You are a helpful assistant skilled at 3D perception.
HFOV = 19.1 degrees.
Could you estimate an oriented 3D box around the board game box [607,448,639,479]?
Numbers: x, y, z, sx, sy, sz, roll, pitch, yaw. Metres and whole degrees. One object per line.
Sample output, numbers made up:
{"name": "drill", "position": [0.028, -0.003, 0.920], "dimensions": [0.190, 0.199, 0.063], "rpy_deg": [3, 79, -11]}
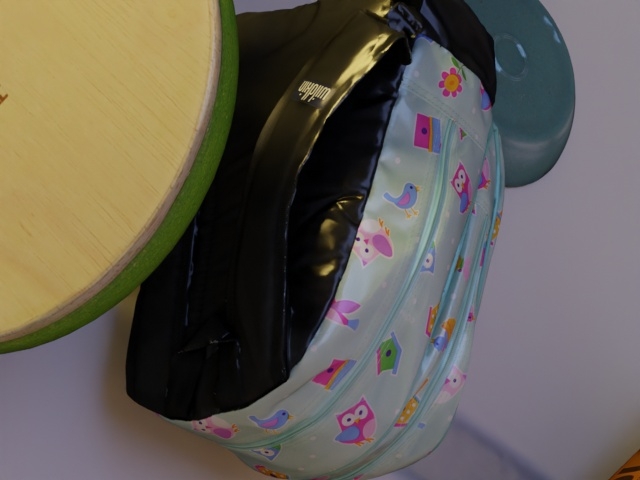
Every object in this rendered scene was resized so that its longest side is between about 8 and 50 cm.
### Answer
{"name": "board game box", "position": [0.259, 0.251, 0.676], "dimensions": [0.356, 0.356, 0.356], "rpy_deg": [-37, 98, -35]}

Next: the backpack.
{"name": "backpack", "position": [0.000, 0.000, 0.735], "dimensions": [0.115, 0.152, 0.182], "rpy_deg": [29, 62, -34]}

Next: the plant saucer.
{"name": "plant saucer", "position": [0.085, -0.085, 0.919], "dimensions": [0.119, 0.021, 0.119], "rpy_deg": [16, 63, -35]}

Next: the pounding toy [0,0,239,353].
{"name": "pounding toy", "position": [-0.095, -0.067, 0.683], "dimensions": [0.110, 0.183, 0.237], "rpy_deg": [27, 49, -60]}
